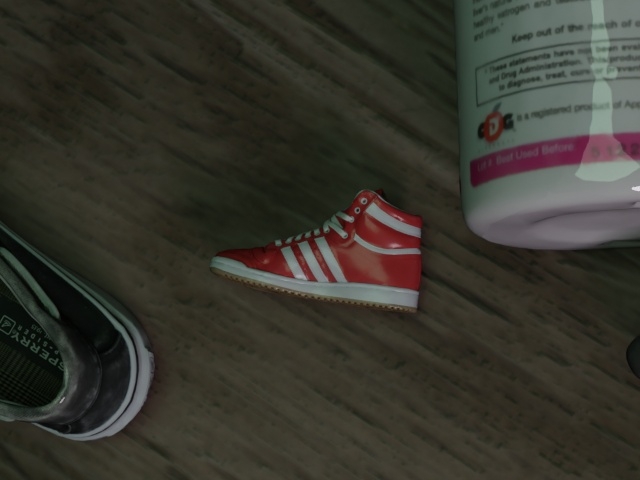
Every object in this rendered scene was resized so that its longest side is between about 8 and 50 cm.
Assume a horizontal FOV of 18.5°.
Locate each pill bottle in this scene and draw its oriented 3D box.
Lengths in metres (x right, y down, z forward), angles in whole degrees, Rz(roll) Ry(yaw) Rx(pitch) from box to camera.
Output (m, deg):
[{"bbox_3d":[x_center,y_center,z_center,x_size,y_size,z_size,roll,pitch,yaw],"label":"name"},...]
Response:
[{"bbox_3d":[0.148,-0.145,1.020,0.160,0.160,0.283,-4,80,13],"label":"pill bottle"}]

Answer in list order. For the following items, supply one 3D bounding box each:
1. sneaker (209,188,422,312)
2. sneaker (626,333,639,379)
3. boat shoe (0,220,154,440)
[{"bbox_3d":[0.000,0.000,1.094,0.118,0.042,0.067,8,87,7],"label":"sneaker"},{"bbox_3d":[0.298,0.081,0.982,0.270,0.090,0.145,-14,75,9],"label":"sneaker"},{"bbox_3d":[-0.245,0.003,1.114,0.335,0.119,0.121,26,88,16],"label":"boat shoe"}]
